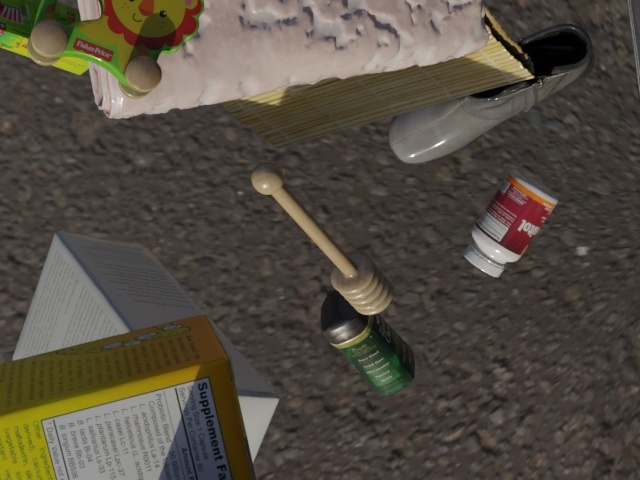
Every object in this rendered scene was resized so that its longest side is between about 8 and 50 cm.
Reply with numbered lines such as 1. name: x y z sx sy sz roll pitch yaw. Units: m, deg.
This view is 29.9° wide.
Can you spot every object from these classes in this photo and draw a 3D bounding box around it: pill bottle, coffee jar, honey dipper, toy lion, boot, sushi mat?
1. pill bottle: 0.284 -0.024 1.807 0.086 0.086 0.152 36 104 15
2. coffee jar: 0.073 0.157 1.885 0.079 0.096 0.184 -27 127 21
3. honey dipper: 0.000 0.000 0.716 0.030 0.161 0.031 -13 58 22
4. toy lion: -0.129 -0.147 0.776 0.100 0.034 0.096 19 79 -16
5. boot: 0.220 -0.211 1.675 0.338 0.222 0.118 -31 86 18
6. sushi mat: 0.034 -0.167 1.170 0.316 0.151 0.019 -12 54 34

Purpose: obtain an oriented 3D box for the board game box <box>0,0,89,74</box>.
1. board game box: -0.431 -0.325 1.817 0.043 0.181 0.092 -27 61 38

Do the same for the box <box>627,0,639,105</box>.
1. box: 0.341 -0.227 0.772 0.293 0.073 0.296 -5 109 18

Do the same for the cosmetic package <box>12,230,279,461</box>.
1. cosmetic package: -0.259 0.189 1.669 0.453 0.161 0.230 42 115 49

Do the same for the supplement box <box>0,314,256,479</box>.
1. supplement box: -0.253 0.223 1.193 0.356 0.195 0.194 -13 102 -10

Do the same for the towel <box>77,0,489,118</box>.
1. towel: -0.029 -0.271 0.894 0.331 0.053 0.317 -13 105 -24
